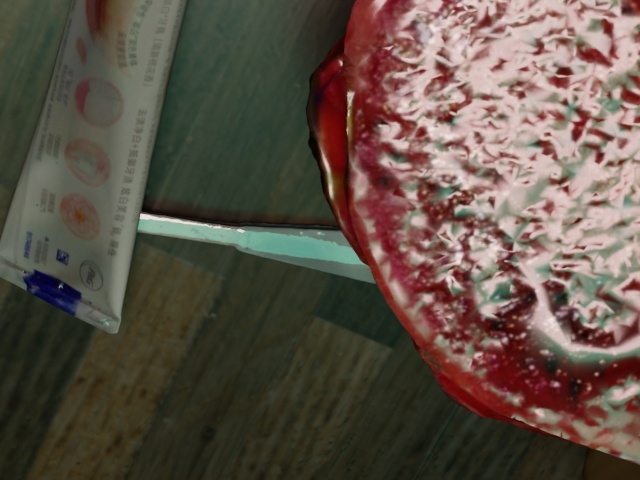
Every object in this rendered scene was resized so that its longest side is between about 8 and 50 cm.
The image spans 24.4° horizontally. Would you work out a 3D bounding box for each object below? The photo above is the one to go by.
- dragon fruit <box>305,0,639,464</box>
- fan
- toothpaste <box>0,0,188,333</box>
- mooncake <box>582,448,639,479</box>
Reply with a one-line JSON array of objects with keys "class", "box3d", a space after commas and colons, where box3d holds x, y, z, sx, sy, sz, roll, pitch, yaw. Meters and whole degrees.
[{"class": "dragon fruit", "box3d": [0.200, -0.075, 0.834, 0.371, 0.249, 0.386, 37, 102, 0]}, {"class": "fan", "box3d": [0.000, 0.000, 0.968, 0.282, 0.023, 0.057, 10, 115, -9]}, {"class": "toothpaste", "box3d": [-0.127, -0.099, 0.893, 0.100, 0.066, 0.323, 25, 114, 14]}, {"class": "mooncake", "box3d": [0.361, 0.148, 0.862, 0.378, 0.378, 0.200, -29, 108, 8]}]
